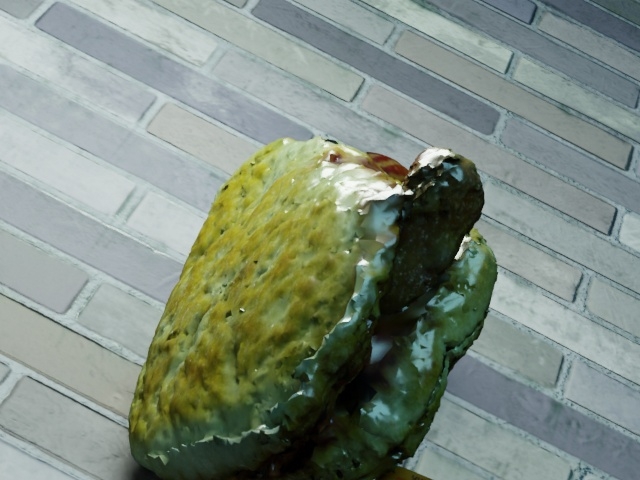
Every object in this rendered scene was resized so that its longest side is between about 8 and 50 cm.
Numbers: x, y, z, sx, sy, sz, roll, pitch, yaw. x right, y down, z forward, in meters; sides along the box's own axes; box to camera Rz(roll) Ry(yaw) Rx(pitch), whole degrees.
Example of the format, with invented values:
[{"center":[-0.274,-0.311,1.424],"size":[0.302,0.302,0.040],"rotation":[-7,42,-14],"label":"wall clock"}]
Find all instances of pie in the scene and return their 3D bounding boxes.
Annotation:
[{"center":[-0.032,0.079,1.830],"size":[0.180,0.395,0.418],"rotation":[40,-19,-29],"label":"pie"}]

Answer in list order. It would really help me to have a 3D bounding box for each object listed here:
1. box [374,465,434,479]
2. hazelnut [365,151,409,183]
[{"center":[0.090,0.391,1.648],"size":[0.259,0.214,0.283],"rotation":[31,33,3],"label":"box"},{"center":[0.000,0.000,2.114],"size":[0.251,0.217,0.217],"rotation":[-1,38,-4],"label":"hazelnut"}]
